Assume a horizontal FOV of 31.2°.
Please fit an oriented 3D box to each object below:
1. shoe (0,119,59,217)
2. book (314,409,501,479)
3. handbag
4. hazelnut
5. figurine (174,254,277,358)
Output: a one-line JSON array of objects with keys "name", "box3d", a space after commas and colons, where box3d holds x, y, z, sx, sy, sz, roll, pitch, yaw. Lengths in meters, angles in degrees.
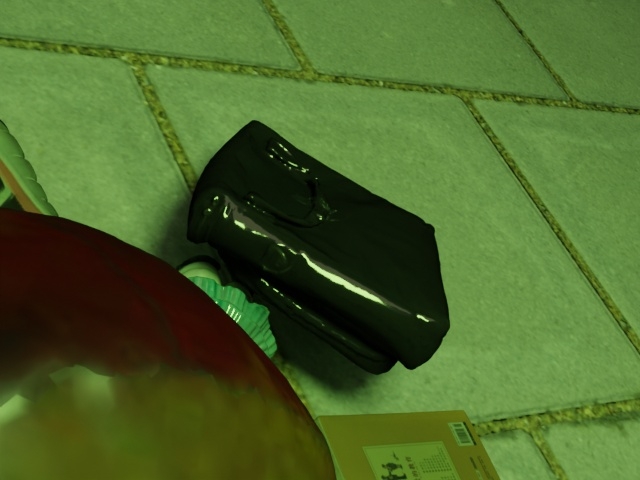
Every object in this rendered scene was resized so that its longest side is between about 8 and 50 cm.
[{"name": "shoe", "box3d": [-0.269, 0.004, 0.838, 0.137, 0.114, 0.291, 3, 44, -44]}, {"name": "book", "box3d": [0.084, 0.199, 0.988, 0.172, 0.012, 0.118, 4, 46, -36]}, {"name": "handbag", "box3d": [0.000, 0.000, 1.028, 0.244, 0.088, 0.275, 32, 20, -8]}, {"name": "hazelnut", "box3d": [-0.192, 0.187, 0.495, 0.402, 0.402, 0.429, 36, 44, 2]}, {"name": "figurine", "box3d": [-0.083, 0.111, 0.880, 0.138, 0.110, 0.245, 36, 27, -21]}]
